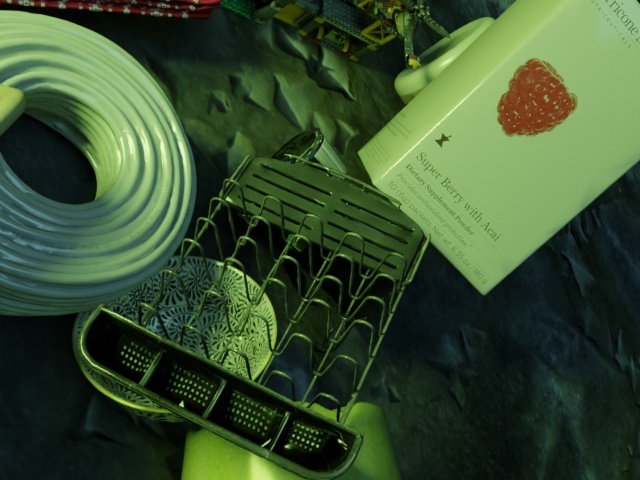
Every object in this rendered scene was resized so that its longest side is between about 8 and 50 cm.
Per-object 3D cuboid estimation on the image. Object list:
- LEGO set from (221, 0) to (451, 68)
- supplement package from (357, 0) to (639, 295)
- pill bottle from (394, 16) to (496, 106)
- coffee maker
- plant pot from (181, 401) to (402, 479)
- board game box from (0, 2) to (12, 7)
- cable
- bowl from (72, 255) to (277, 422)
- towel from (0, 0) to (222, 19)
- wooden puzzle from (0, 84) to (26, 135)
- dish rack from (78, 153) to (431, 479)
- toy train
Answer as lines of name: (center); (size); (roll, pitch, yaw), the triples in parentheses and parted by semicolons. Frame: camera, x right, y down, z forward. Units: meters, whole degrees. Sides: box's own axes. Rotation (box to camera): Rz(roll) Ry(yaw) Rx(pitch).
LEGO set: (0.015, -0.356, 0.732); (0.331, 0.192, 0.254); (24, 66, -32)
supplement package: (0.210, -0.121, 0.709); (0.293, 0.175, 0.177); (-44, 104, 11)
pill bottle: (0.229, -0.145, 0.876); (0.264, 0.153, 0.153); (54, 54, -15)
coffee maker: (0.000, 0.000, 0.691); (0.178, 0.120, 0.171); (41, 59, -23)
plant pot: (-0.020, 0.276, 0.551); (0.276, 0.276, 0.253); (10, 62, -36)
board game box: (-0.309, -0.388, 0.586); (0.208, 0.056, 0.346); (-29, 99, -33)
cable: (-0.225, -0.066, 0.531); (0.257, 0.089, 0.257); (2, 69, -43)
bowl: (-0.126, 0.099, 0.581); (0.170, 0.080, 0.170); (5, 43, -5)
towel: (-0.226, -0.303, 0.585); (0.275, 0.031, 0.198); (-10, 86, -38)
wooden puzzle: (-0.390, -0.065, 0.322); (0.348, 0.080, 0.322); (27, 54, -3)
dish rack: (-0.029, 0.035, 0.528); (0.208, 0.074, 0.271); (25, 58, 6)
toy train: (0.000, -0.023, 0.623); (0.083, 0.024, 0.017); (-48, 114, -7)
